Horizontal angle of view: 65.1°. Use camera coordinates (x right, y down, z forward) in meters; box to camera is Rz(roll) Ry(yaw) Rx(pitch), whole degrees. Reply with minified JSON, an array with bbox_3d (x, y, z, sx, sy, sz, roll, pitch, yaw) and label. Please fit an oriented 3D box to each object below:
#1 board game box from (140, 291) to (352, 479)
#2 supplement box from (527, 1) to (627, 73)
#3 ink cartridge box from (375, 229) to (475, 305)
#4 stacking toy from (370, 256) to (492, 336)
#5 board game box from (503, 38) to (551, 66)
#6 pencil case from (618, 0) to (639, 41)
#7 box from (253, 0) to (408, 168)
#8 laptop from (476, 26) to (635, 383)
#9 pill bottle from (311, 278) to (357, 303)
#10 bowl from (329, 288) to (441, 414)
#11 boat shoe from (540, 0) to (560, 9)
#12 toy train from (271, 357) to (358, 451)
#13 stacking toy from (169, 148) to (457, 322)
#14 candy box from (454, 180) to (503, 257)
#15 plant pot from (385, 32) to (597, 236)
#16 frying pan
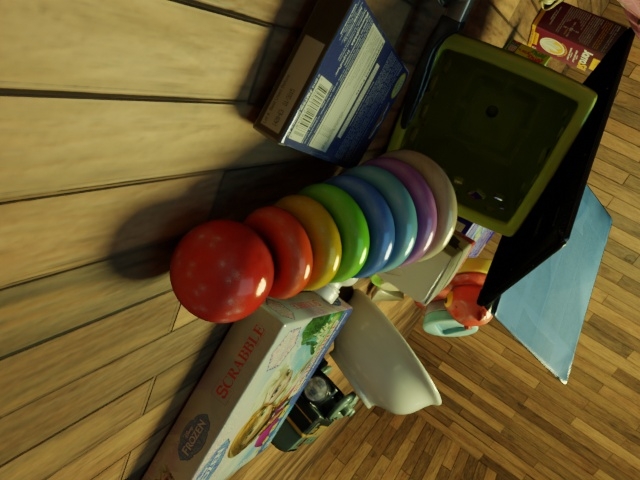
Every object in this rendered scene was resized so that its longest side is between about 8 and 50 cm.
[{"bbox_3d":[-0.095,0.229,0.783,0.319,0.065,0.318,-60,161,8],"label":"board game box"},{"bbox_3d":[0.597,-0.476,1.177,0.081,0.188,0.104,-57,162,2],"label":"supplement box"},{"bbox_3d":[0.173,0.011,0.933,0.237,0.171,0.100,-15,135,-63],"label":"ink cartridge box"},{"bbox_3d":[0.247,0.153,1.150,0.309,0.279,0.131,83,11,-64],"label":"stacking toy"},{"bbox_3d":[0.436,-0.352,1.126,0.043,0.092,0.181,-50,160,-17],"label":"board game box"},{"bbox_3d":[0.401,-0.336,0.568,0.386,0.160,0.167,26,57,-35],"label":"pencil case"},{"bbox_3d":[0.024,-0.147,0.507,0.137,0.036,0.225,-60,162,11],"label":"box"},{"bbox_3d":[0.437,-0.024,0.804,0.382,0.236,0.408,-61,172,-23],"label":"laptop"},{"bbox_3d":[0.035,0.006,0.710,0.160,0.087,0.087,-55,162,-8],"label":"pill bottle"},{"bbox_3d":[0.111,0.259,1.069,0.134,0.298,0.298,-35,158,-7],"label":"bowl"},{"bbox_3d":[0.482,-0.517,1.023,0.072,0.068,0.190,-50,165,18],"label":"boat shoe"},{"bbox_3d":[-0.023,0.370,1.113,0.190,0.142,0.334,-41,161,-9],"label":"toy train"},{"bbox_3d":[0.000,0.000,0.517,0.330,0.141,0.141,-22,143,-41],"label":"stacking toy"},{"bbox_3d":[0.335,-0.029,1.221,0.268,0.122,0.317,-50,155,-16],"label":"candy box"},{"bbox_3d":[0.256,-0.178,0.772,0.207,0.227,0.228,-42,157,-55],"label":"plant pot"},{"bbox_3d":[0.148,-0.286,0.531,0.197,0.053,0.327,-1,112,-68],"label":"frying pan"}]
